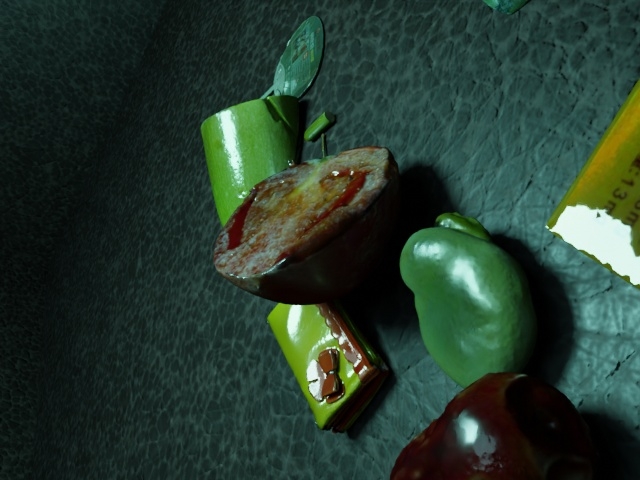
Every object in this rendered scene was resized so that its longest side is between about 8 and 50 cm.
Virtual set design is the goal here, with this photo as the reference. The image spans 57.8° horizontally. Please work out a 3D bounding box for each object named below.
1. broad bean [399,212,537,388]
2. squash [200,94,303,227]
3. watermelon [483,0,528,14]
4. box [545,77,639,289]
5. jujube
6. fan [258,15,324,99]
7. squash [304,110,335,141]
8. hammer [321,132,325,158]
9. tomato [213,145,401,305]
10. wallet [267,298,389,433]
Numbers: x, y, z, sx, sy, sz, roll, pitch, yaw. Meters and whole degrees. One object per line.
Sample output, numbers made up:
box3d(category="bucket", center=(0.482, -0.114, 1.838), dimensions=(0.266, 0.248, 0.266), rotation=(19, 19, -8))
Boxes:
box3d(category="broad bean", center=(0.179, 0.069, 0.701), dimensions=(0.169, 0.100, 0.228), rotation=(-39, 57, 52))
box3d(category="squash", center=(-0.134, -0.134, 1.294), dimensions=(0.233, 0.210, 0.309), rotation=(-18, 88, 50))
box3d(category="watermelon", center=(0.272, -0.371, 0.822), dimensions=(0.084, 0.072, 0.092), rotation=(14, 124, 46))
box3d(category="box", center=(0.361, -0.127, 0.363), dimensions=(0.415, 0.264, 0.116), rotation=(-61, 32, 15))
box3d(category="jujube", center=(0.162, 0.234, 0.586), dimensions=(0.230, 0.155, 0.155), rotation=(-49, 38, 38))
box3d(category="fan", center=(-0.074, -0.425, 1.391), dimensions=(0.294, 0.012, 0.223), rotation=(7, 80, 56))
box3d(category="squash", center=(-0.005, -0.229, 1.179), dimensions=(0.083, 0.027, 0.028), rotation=(-34, 48, 44))
box3d(category="hammer", center=(0.007, -0.163, 1.139), dimensions=(0.029, 0.014, 0.123), rotation=(-30, 49, 35))
box3d(category="tomato", center=(0.003, 0.001, 0.885), dimensions=(0.309, 0.170, 0.309), rotation=(-24, 32, 17))
box3d(category="wallet", center=(0.002, 0.162, 0.911), dimensions=(0.141, 0.067, 0.241), rotation=(-54, 44, 19))
